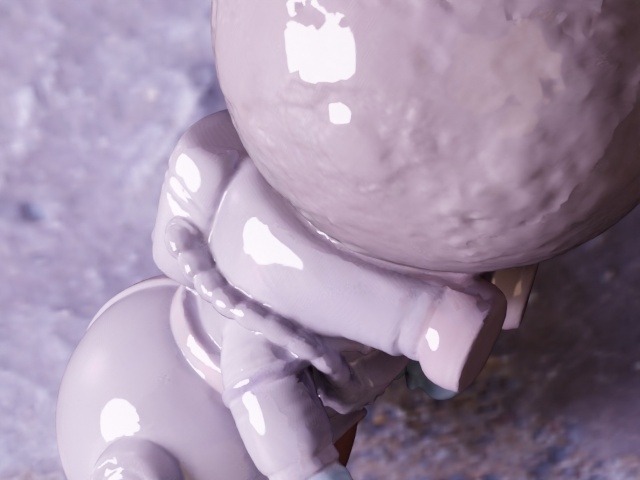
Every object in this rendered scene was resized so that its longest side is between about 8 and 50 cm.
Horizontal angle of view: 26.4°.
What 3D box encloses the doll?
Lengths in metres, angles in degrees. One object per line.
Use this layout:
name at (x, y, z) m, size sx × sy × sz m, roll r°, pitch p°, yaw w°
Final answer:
doll at (0.000, 0.000, 0.429) m, size 0.151 × 0.151 × 0.287 m, roll 20°, pitch 122°, yaw -21°
